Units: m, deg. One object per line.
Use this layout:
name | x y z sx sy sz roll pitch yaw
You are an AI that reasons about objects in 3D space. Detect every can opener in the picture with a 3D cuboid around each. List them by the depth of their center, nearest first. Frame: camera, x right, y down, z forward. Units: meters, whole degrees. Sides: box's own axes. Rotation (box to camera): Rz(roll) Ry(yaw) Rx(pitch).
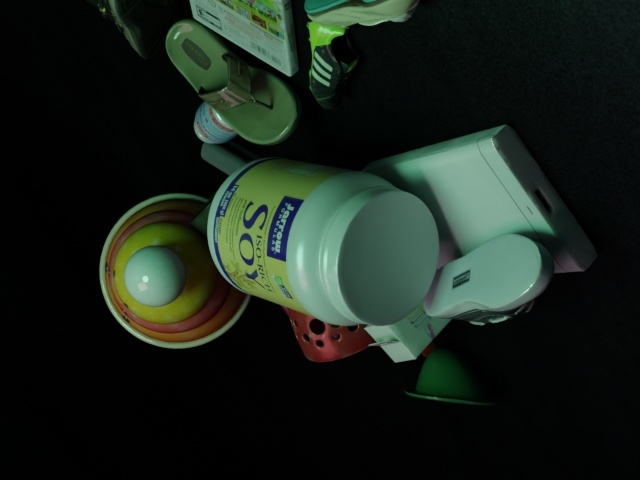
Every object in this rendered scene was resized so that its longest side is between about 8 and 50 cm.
can opener | -0.107 -0.144 1.849 0.283 0.076 0.095 32 121 29

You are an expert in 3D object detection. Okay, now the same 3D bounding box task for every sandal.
sandal | -0.161 -0.262 1.630 0.303 0.120 0.086 39 -162 18

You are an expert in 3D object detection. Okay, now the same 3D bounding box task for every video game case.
video game case | -0.131 -0.382 1.522 0.227 0.026 0.206 35 155 25

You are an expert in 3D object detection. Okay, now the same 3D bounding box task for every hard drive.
hard drive | 0.222 -0.044 1.463 0.233 0.047 0.353 52 157 -14

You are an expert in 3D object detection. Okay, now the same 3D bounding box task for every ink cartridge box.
ink cartridge box | 0.158 0.152 1.768 0.090 0.143 0.092 48 157 -5

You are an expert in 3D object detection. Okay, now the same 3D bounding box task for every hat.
hat | 0.249 0.213 1.874 0.209 0.183 0.173 8 175 -20

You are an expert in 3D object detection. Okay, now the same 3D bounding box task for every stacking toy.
stacking toy | -0.319 0.059 2.002 0.350 0.350 0.480 45 178 1

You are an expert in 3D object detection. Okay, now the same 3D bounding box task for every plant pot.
plant pot | 0.024 0.114 1.864 0.191 0.191 0.174 6 124 56

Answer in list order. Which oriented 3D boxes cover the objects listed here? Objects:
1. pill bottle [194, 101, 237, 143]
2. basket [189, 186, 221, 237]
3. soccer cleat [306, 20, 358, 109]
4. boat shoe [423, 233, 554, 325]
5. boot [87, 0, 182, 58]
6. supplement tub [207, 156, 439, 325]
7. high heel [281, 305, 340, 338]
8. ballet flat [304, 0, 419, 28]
pill bottle | -0.178 -0.227 1.777 0.087 0.087 0.160 49 157 -9
basket | -0.131 -0.014 1.974 0.227 0.154 0.204 43 -177 -8
soccer cleat | 0.021 -0.255 1.436 0.072 0.060 0.179 31 150 27
boat shoe | 0.261 0.070 1.406 0.102 0.108 0.301 17 159 -18
boot | -0.369 -0.481 1.599 0.284 0.138 0.377 43 170 9
supplement tub | 0.000 0.000 1.542 0.331 0.241 0.241 15 142 50
high heel | -0.051 0.127 2.162 0.244 0.082 0.117 45 171 34
ballet flat | 0.076 -0.312 1.244 0.248 0.086 0.086 8 137 57
